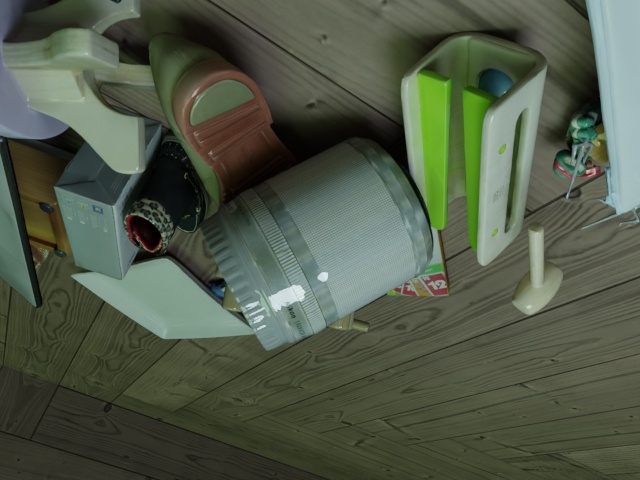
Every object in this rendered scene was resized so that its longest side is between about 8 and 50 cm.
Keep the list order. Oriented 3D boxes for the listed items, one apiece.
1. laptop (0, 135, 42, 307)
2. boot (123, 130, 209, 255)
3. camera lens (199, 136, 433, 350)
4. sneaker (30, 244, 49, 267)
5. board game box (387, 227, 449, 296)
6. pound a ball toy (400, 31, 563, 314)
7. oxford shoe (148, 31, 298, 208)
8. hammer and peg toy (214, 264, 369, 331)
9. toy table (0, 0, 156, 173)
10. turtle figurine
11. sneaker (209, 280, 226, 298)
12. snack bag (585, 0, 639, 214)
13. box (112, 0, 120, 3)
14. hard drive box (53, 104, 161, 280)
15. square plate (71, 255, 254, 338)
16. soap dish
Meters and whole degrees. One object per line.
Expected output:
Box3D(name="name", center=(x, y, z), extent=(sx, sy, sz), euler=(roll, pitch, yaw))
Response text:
Box3D(name="laptop", center=(-0.646, -0.063, 0.694), extent=(0.408, 0.236, 0.382), euler=(36, 138, 11))
Box3D(name="boot", center=(-0.257, -0.043, 0.839), extent=(0.085, 0.179, 0.236), euler=(14, 144, 0))
Box3D(name="camera lens", center=(0.000, 0.000, 0.700), extent=(0.274, 0.219, 0.219), euler=(-28, 141, -8))
Box3D(name="sneaker", center=(-0.712, 0.000, 1.143), extent=(0.121, 0.108, 0.302), euler=(40, 147, -2))
Box3D(name="board game box", center=(0.161, 0.022, 0.913), extent=(0.124, 0.039, 0.259), euler=(-1, 139, 20))
Box3D(name="pound a ball toy", center=(0.233, -0.076, 0.632), extent=(0.208, 0.135, 0.319), euler=(36, 159, 36))
Box3D(name="oxford shoe", center=(-0.131, -0.138, 0.743), extent=(0.146, 0.140, 0.397), euler=(49, 165, 24))
Box3D(name="hammer and peg toy", center=(-0.029, 0.095, 0.974), extent=(0.265, 0.128, 0.361), euler=(9, 171, 8))
Box3D(name="toy table", center=(-0.293, -0.210, 0.596), extent=(0.160, 0.274, 0.252), euler=(2, 111, 0))
Box3D(name="turtle figurine", center=(0.346, -0.124, 0.573), extent=(0.175, 0.118, 0.234), euler=(17, 132, -24))
Box3D(name="sneaker", center=(-0.197, 0.110, 1.149), extent=(0.144, 0.059, 0.053), euler=(9, 176, 38))
Box3D(name="snack bag", center=(0.399, -0.194, 0.422), extent=(0.342, 0.037, 0.323), euler=(-26, 132, 13))
Box3D(name="box", center=(-0.200, -0.371, 0.397), extent=(0.165, 0.143, 0.270), euler=(23, 145, -12))
Box3D(name="hard drive box", center=(-0.339, -0.071, 0.831), extent=(0.089, 0.181, 0.232), euler=(19, 144, -6))
Box3D(name="square plate", center=(-0.389, 0.149, 1.267), extent=(0.347, 0.049, 0.344), euler=(-9, 138, 30))
Box3D(name="soap dish", center=(-0.576, -0.095, 0.934), extent=(0.290, 0.118, 0.229), euler=(20, 144, -8))
